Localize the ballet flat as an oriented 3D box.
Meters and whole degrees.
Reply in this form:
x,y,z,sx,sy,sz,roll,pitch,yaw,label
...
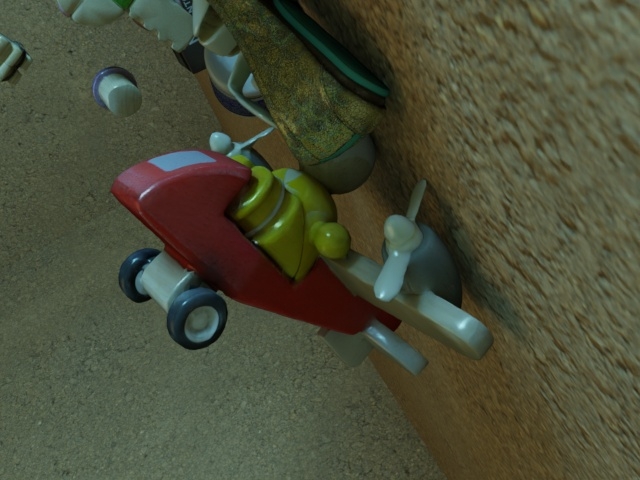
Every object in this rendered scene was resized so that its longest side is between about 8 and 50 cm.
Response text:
x,y,z,sx,sy,sz,roll,pitch,yaw,label
-0.062,-0.205,0.750,0.348,0.123,0.123,56,173,31,ballet flat

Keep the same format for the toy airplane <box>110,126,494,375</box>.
x,y,z,sx,sy,sz,roll,pitch,yaw,label
0.000,0.000,0.861,0.386,0.272,0.384,24,-177,4,toy airplane

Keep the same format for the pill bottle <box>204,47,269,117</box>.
x,y,z,sx,sy,sz,roll,pitch,yaw,label
-0.101,-0.235,1.079,0.112,0.112,0.186,61,174,3,pill bottle

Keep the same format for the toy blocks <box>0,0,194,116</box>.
x,y,z,sx,sy,sz,roll,pitch,yaw,label
-0.296,-0.337,0.917,0.289,0.309,0.260,33,-172,-40,toy blocks

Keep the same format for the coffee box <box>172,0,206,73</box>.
x,y,z,sx,sy,sz,roll,pitch,yaw,label
-0.228,-0.403,1.358,0.168,0.119,0.297,64,174,-20,coffee box
